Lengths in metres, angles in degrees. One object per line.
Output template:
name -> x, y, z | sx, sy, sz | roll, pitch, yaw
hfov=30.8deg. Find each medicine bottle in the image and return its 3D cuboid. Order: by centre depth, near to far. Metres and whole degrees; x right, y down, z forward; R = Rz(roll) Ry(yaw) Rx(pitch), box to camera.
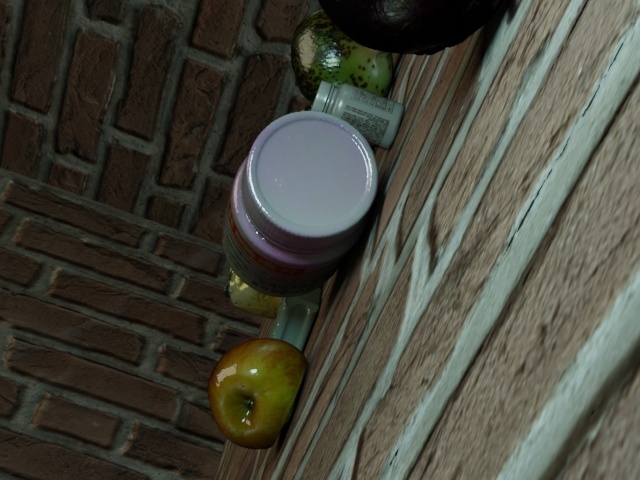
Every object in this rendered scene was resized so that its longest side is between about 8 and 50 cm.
medicine bottle -> -0.037, -0.048, 1.838 | 0.388, 0.219, 0.219 | 124, 165, -74
medicine bottle -> 0.057, -0.203, 1.854 | 0.079, 0.140, 0.079 | -161, 90, -86

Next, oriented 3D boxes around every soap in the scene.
soap -> -0.062, 0.183, 2.172 | 0.119, 0.066, 0.198 | -87, 16, -72

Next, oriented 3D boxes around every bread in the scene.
bread -> -0.085, 0.062, 2.308 | 0.197, 0.170, 0.197 | 9, -90, -75

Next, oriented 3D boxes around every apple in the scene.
apple -> -0.104, 0.251, 1.945 | 0.195, 0.160, 0.173 | -62, -15, 21

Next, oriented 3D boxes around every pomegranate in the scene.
pomegranate -> 0.074, -0.374, 2.273 | 0.276, 0.222, 0.204 | -37, 2, 10

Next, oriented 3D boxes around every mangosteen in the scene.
mangosteen -> 0.087, -0.323, 1.195 | 0.228, 0.228, 0.265 | -80, -28, -70

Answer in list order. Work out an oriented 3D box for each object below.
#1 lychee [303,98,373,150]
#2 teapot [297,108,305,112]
lychee -> 0.035, -0.207, 2.162 | 0.171, 0.171, 0.171 | -160, 90, -86
teapot -> 0.003, -0.203, 2.427 | 0.267, 0.185, 0.175 | -16, 43, 38
